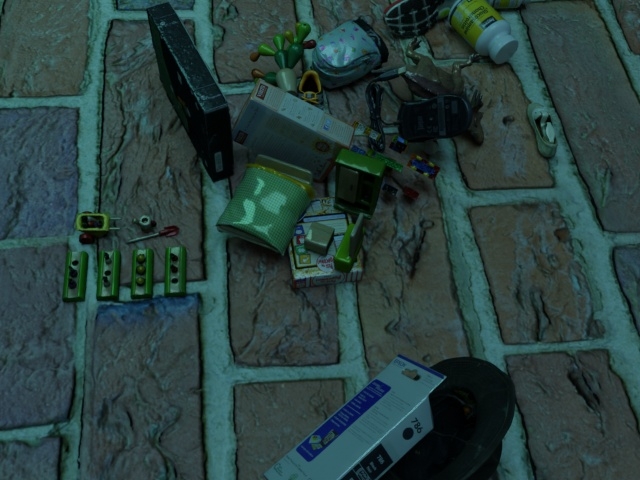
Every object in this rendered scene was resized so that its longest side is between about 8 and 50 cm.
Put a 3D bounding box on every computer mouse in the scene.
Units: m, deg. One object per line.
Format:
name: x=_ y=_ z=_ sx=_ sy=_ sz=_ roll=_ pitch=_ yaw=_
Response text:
computer mouse: x=0.221 y=-0.305 z=1.670 sx=0.262 sy=0.060 sz=0.184 roll=-9 pitch=88 yaw=34

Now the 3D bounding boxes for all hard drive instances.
hard drive: x=-0.284 y=-0.328 z=1.643 sx=0.064 sy=0.237 sz=0.339 roll=-23 pitch=61 yaw=-17

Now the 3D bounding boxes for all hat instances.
hat: x=0.215 y=0.363 z=1.283 sx=0.331 sy=0.331 sz=0.134 roll=-49 pitch=114 yaw=-27

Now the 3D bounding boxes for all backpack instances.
backpack: x=0.059 y=-0.454 z=1.811 sx=0.182 sy=0.115 sz=0.152 roll=-33 pitch=68 yaw=-18

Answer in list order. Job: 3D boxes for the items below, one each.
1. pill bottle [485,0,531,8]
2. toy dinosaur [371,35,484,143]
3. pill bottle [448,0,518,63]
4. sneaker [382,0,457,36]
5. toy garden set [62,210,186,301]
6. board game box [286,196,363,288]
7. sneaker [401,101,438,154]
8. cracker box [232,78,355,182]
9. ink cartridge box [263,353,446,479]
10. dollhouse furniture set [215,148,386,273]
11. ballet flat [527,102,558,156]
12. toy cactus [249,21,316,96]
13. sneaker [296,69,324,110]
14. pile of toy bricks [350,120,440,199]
pill bottle: x=0.502 y=-0.654 z=1.986 sx=0.116 sy=0.065 sz=0.065 roll=-2 pitch=58 yaw=-5
toy dinosaur: x=0.268 y=-0.356 z=1.726 sx=0.295 sy=0.127 sz=0.200 roll=17 pitch=46 yaw=-8
pill bottle: x=0.416 y=-0.535 z=1.885 sx=0.103 sy=0.103 sz=0.184 roll=-26 pitch=63 yaw=-18
sneaker: x=0.266 y=-0.623 z=1.953 sx=0.279 sy=0.107 sz=0.118 roll=-29 pitch=45 yaw=-23
toy garden set: x=-0.401 y=0.021 z=1.529 sx=0.244 sy=0.049 sz=0.204 roll=-3 pitch=58 yaw=-5
board game box: x=0.000 y=0.000 z=1.565 sx=0.146 sy=0.045 sz=0.194 roll=-6 pitch=58 yaw=-7
sneaker: x=0.247 y=-0.271 z=1.740 sx=0.064 sy=0.061 sz=0.158 roll=-15 pitch=61 yaw=-19
cracker box: x=-0.062 y=-0.232 z=1.600 sx=0.232 sy=0.156 sz=0.067 roll=25 pitch=58 yaw=-13
ink cartridge box: x=0.070 y=0.339 z=1.273 sx=0.332 sy=0.165 sz=0.065 roll=-39 pitch=109 yaw=-15
dollhouse furniture set: x=-0.046 y=-0.087 z=1.499 sx=0.301 sy=0.151 sz=0.198 roll=19 pitch=58 yaw=10
ballet flat: x=0.533 y=-0.273 z=1.758 sx=0.057 sy=0.052 sz=0.168 roll=-4 pitch=58 yaw=-5
toy cactus: x=-0.082 y=-0.403 z=1.738 sx=0.112 sy=0.219 sz=0.181 roll=21 pitch=48 yaw=-45
sneaker: x=-0.028 y=-0.304 z=1.731 sx=0.084 sy=0.083 sz=0.215 roll=-1 pitch=60 yaw=-6
pile of toy bricks: x=0.149 y=-0.177 z=1.652 sx=0.212 sy=0.105 sz=0.118 roll=27 pitch=100 yaw=-7
